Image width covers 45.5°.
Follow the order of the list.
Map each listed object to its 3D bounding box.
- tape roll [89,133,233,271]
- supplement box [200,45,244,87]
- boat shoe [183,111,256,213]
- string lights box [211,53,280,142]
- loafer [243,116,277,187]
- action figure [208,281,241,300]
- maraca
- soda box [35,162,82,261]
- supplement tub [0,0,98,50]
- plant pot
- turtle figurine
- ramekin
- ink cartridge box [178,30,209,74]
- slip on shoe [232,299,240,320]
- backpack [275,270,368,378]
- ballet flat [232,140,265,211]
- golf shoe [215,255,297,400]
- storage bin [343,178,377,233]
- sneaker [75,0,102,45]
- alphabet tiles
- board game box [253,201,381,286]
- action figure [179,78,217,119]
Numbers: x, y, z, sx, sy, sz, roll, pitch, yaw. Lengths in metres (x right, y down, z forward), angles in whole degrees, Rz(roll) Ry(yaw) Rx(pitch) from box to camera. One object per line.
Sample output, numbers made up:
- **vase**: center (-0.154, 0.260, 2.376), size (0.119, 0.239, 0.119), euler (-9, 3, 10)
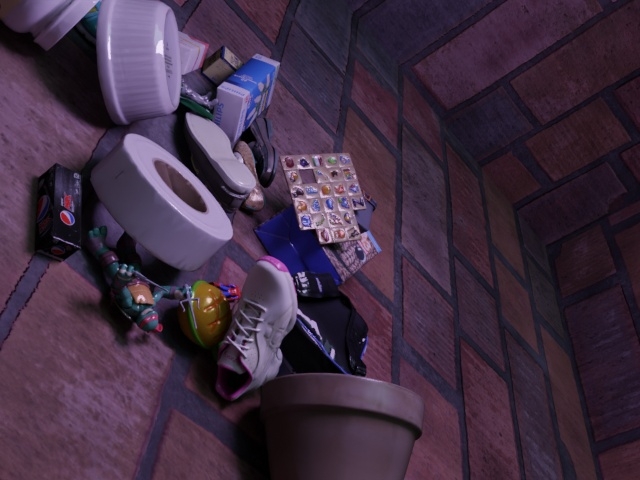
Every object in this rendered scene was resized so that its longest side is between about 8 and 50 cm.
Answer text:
- **tape roll**: center (-0.305, -0.075, 1.486), size (0.286, 0.100, 0.286), euler (46, 11, -11)
- **supplement box**: center (-0.264, -0.464, 2.067), size (0.083, 0.083, 0.056), euler (39, 33, -34)
- **boat shoe**: center (-0.254, -0.187, 1.781), size (0.109, 0.091, 0.305), euler (4, 39, -42)
- **string lights box**: center (-0.197, -0.376, 1.993), size (0.077, 0.133, 0.259), euler (22, 37, 5)
- **loafer**: center (-0.172, -0.238, 2.008), size (0.084, 0.096, 0.267), euler (19, 36, -24)
- **action figure**: center (-0.203, 0.110, 1.641), size (0.115, 0.030, 0.038), euler (16, 54, -60)
- **maraca**: center (-0.218, 0.157, 1.498), size (0.185, 0.099, 0.127), euler (65, 28, -48)
- **soda box**: center (-0.460, -0.051, 1.345), size (0.060, 0.053, 0.168), euler (29, 38, -43)
- **supplement tub**: center (-0.580, -0.550, 1.457), size (0.325, 0.235, 0.235), euler (45, 30, -24)
- **plant pot**: center (0.029, 0.431, 1.447), size (0.323, 0.323, 0.280), euler (33, 53, -40)
- **turtle figurine**: center (-0.327, 0.079, 1.369), size (0.234, 0.118, 0.175), euler (53, 8, 24)
- **ramekin**: center (-0.371, -0.380, 1.601), size (0.273, 0.127, 0.272), euler (178, -90, -89)
- **ink cartridge box**: center (-0.355, -0.459, 1.843), size (0.115, 0.067, 0.198), euler (23, 21, -1)
- **slip on shoe**: center (-0.155, 0.144, 1.671), size (0.051, 0.041, 0.135), euler (51, 28, -15)
- **backpack**: center (-0.017, 0.199, 1.650), size (0.276, 0.213, 0.263), euler (56, 27, 0)
- **ballet flat**: center (-0.194, -0.165, 1.900), size (0.067, 0.073, 0.206), euler (2, 55, -42)
- **golf shoe**: center (-0.127, 0.177, 1.453), size (0.115, 0.306, 0.140), euler (23, 29, 22)
- **storage bin**: center (0.079, -0.078, 1.934), size (0.135, 0.098, 0.091), euler (37, 44, -35)
- **sneaker**: center (-0.504, -0.522, 1.696), size (0.275, 0.110, 0.107), euler (41, 32, -32)
- **alphabet tiles**: center (0.018, -0.104, 1.851), size (0.198, 0.009, 0.237), euler (-6, 70, -30)
- **board game box**: center (0.000, 0.000, 1.970), size (0.232, 0.141, 0.291), euler (58, 27, -2)
- **action figure**: center (-0.357, -0.371, 1.808), size (0.232, 0.063, 0.137), euler (21, 16, -37)
